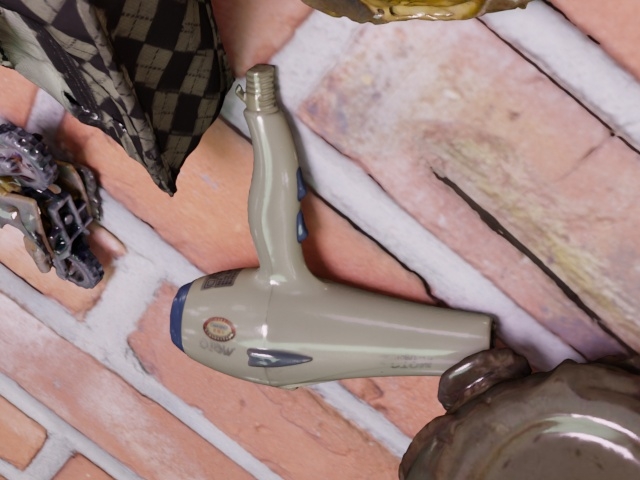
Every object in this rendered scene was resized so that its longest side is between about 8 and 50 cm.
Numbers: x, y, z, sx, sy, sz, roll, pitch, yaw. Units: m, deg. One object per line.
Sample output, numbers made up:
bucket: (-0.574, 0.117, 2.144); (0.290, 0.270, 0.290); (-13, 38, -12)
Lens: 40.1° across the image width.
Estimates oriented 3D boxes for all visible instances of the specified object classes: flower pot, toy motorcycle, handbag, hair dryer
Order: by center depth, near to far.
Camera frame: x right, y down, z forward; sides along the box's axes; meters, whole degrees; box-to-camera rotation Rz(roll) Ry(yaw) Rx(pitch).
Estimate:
handbag: (-0.275, -0.213, 0.644); (0.416, 0.180, 0.317); (22, 163, 9)
flower pot: (0.203, 0.239, 0.711); (0.301, 0.302, 0.213); (8, 152, 23)
hair dryer: (0.029, 0.029, 0.776); (0.295, 0.119, 0.298); (22, 121, 3)
toy motorcycle: (-0.294, -0.040, 0.890); (0.129, 0.094, 0.229); (19, 145, 20)

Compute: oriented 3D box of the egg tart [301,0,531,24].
egg tart: (0.041, -0.258, 0.499); (0.341, 0.132, 0.341); (16, 132, 18)
